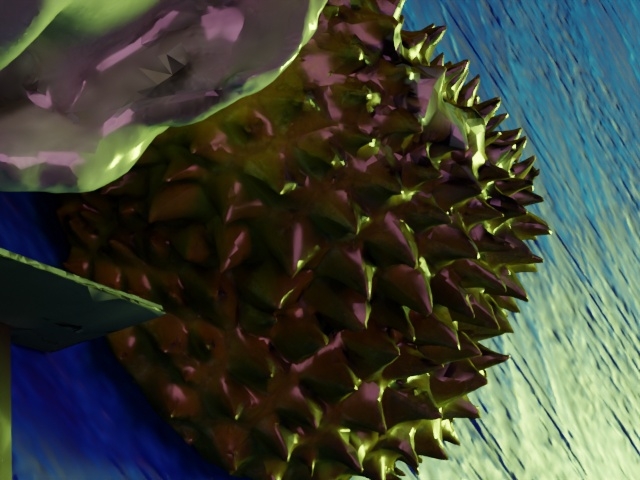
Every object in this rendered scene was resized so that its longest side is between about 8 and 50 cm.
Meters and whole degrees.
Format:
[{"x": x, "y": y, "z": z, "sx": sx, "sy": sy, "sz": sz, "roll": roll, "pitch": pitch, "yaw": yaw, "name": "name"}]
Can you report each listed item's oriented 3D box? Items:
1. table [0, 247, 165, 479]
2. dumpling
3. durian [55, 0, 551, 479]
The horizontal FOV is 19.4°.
[{"x": -0.121, "y": 0.073, "z": 0.542, "sx": 0.175, "sy": 0.062, "sz": 0.146, "roll": 23, "pitch": 55, "yaw": -49, "name": "table"}, {"x": -0.110, "y": -0.087, "z": 0.563, "sx": 0.250, "sy": 0.132, "sz": 0.162, "roll": 2, "pitch": 78, "yaw": -21, "name": "dumpling"}, {"x": 0.009, "y": -0.008, "z": 0.704, "sx": 0.249, "sy": 0.138, "sz": 0.183, "roll": 40, "pitch": 35, "yaw": -43, "name": "durian"}]
